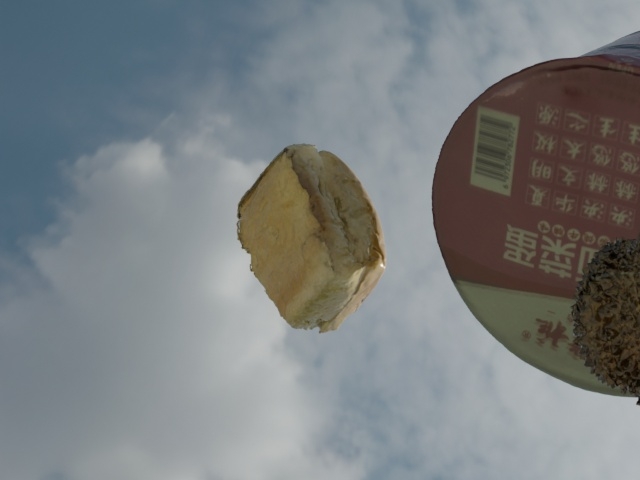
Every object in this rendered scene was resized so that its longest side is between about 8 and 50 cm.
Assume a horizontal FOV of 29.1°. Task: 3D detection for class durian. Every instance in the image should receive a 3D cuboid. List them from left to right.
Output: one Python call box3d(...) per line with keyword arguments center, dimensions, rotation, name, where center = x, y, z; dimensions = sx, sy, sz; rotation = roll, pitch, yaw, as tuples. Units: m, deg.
box3d(center=(0.154, 0.040, 0.566), dimensions=(0.080, 0.091, 0.080), rotation=(3, -30, 2), name="durian")

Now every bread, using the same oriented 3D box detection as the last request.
box3d(center=(-0.001, -0.001, 0.943), dimensions=(0.106, 0.082, 0.125), rotation=(-44, -120, 44), name="bread")

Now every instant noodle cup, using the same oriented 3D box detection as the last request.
box3d(center=(0.218, -0.036, 0.840), dimensions=(0.234, 0.178, 0.235), rotation=(16, -58, 28), name="instant noodle cup")
